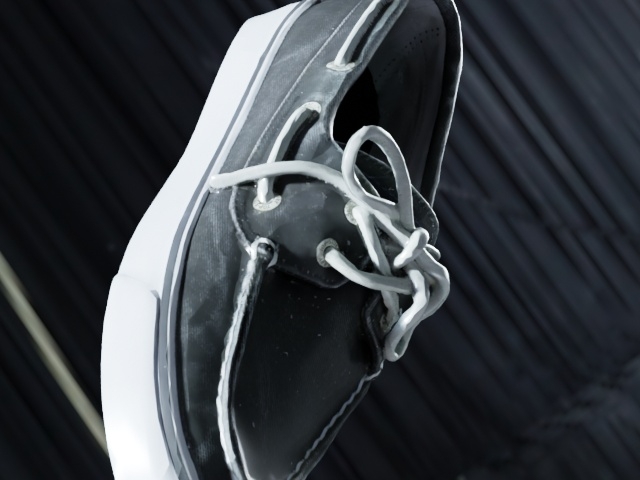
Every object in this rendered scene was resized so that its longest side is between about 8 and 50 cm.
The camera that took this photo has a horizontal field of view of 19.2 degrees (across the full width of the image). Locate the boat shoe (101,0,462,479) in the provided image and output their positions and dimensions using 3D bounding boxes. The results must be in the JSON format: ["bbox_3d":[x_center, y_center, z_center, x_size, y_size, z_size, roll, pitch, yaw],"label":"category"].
[{"bbox_3d":[0.002,0.003,0.777,0.105,0.113,0.306,-16,33,30],"label":"boat shoe"}]
